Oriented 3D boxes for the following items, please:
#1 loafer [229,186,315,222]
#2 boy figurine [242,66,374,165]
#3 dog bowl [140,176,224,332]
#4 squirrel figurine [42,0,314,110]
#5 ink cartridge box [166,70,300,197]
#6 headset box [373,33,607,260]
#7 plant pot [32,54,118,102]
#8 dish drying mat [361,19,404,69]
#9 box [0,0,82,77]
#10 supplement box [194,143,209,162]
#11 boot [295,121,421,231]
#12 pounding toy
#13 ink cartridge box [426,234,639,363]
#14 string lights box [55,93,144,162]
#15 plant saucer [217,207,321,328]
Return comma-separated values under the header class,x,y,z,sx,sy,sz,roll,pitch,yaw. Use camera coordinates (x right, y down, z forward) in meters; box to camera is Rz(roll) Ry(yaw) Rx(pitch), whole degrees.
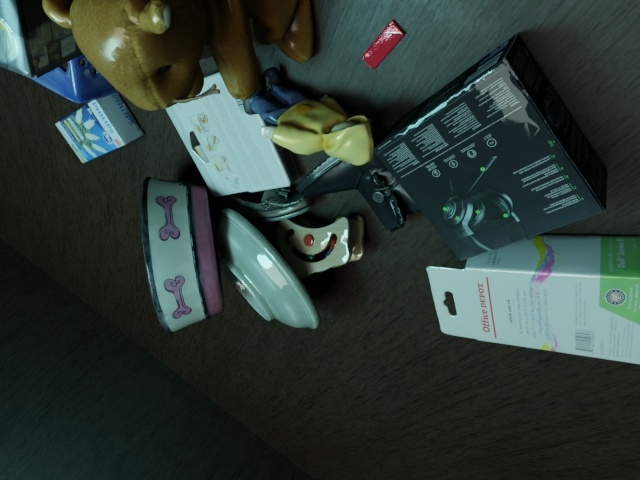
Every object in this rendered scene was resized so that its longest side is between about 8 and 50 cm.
class,x,y,z,sx,sy,sz,roll,pitch,yaw
loafer,-0.134,-0.097,1.038,0.267,0.096,0.084,-4,118,40
boy figurine,-0.026,-0.220,0.770,0.285,0.177,0.092,38,144,31
dog bowl,-0.351,0.030,1.115,0.150,0.408,0.408,-8,134,-12
squirrel figurine,-0.204,-0.389,0.604,0.281,0.370,0.397,18,132,17
ink cartridge box,-0.204,-0.239,0.965,0.239,0.060,0.275,-4,124,32
headset box,0.278,-0.125,0.687,0.283,0.131,0.246,48,138,-11
plant pot,-0.504,-0.456,0.877,0.236,0.236,0.212,29,132,11
dish drying mat,0.105,-0.332,0.717,0.032,0.008,0.083,44,138,-8
box,-0.335,-0.457,0.590,0.097,0.395,0.318,22,132,-4
supplement box,-0.259,-0.223,1.052,0.098,0.036,0.062,-2,126,36
boot,0.086,-0.097,0.876,0.246,0.094,0.207,-32,101,41
pounding toy,0.000,0.000,1.046,0.269,0.155,0.154,-21,84,35
ink cartridge box,0.405,0.099,0.807,0.353,0.119,0.207,2,128,33
string lights box,-0.632,-0.319,1.200,0.259,0.077,0.133,-6,121,38
plant saucer,-0.165,0.102,1.113,0.400,0.100,0.400,43,161,19
